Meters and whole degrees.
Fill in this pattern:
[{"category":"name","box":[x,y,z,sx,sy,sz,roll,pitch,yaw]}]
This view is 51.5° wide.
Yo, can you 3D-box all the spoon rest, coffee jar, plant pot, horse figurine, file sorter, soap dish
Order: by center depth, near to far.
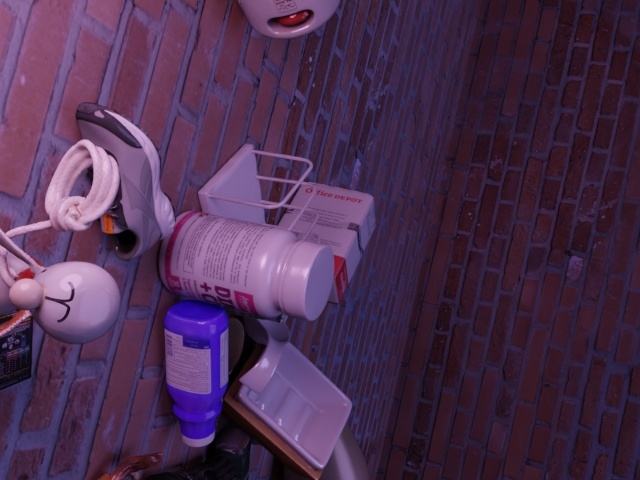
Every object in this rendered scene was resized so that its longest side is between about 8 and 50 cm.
[{"category":"horse figurine","box":[-0.361,0.475,1.123,0.174,0.066,0.263,68,41,-65]},{"category":"file sorter","box":[-0.106,-0.024,1.369,0.193,0.173,0.278,-57,150,-45]},{"category":"spoon rest","box":[-0.119,0.212,1.448,0.084,0.137,0.276,-43,-159,19]},{"category":"coffee jar","box":[-0.206,0.536,1.531,0.096,0.079,0.184,-58,154,-71]},{"category":"soap dish","box":[-0.080,0.384,1.550,0.118,0.291,0.229,-36,-166,42]},{"category":"plant pot","box":[-0.006,0.586,1.904,0.256,0.256,0.274,-38,118,-60]}]

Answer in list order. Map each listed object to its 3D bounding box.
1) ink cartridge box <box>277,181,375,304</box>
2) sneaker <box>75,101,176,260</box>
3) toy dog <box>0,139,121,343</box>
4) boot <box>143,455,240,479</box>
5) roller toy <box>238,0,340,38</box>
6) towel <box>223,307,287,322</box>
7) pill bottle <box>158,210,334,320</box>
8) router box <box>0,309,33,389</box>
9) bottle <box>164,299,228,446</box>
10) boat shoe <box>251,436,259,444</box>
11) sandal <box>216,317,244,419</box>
[{"category":"ink cartridge box","box":[0.000,0.000,1.621,0.114,0.197,0.273,79,30,-48]},{"category":"sneaker","box":[-0.291,-0.079,0.968,0.108,0.100,0.272,-55,150,-36]},{"category":"toy dog","box":[-0.351,0.028,0.633,0.161,0.333,0.220,17,60,-53]},{"category":"boot","box":[-0.274,0.618,1.330,0.260,0.131,0.348,34,68,-68]},{"category":"roller toy","box":[-0.064,-0.479,1.203,0.191,0.209,0.146,-51,151,-13]},{"category":"towel","box":[-0.121,0.128,1.437,0.113,0.152,0.023,-56,141,-42]},{"category":"pill bottle","box":[-0.129,0.047,1.187,0.160,0.283,0.160,11,90,-69]},{"category":"router box","box":[-0.419,0.144,0.831,0.122,0.038,0.092,-19,119,-67]},{"category":"bottle","box":[-0.234,0.256,1.259,0.092,0.118,0.283,-38,135,-60]},{"category":"boat shoe","box":[-0.113,0.435,1.724,0.302,0.109,0.094,-30,114,-74]},{"category":"sandal","box":[-0.222,0.261,1.392,0.079,0.088,0.240,-125,-131,-75]}]
